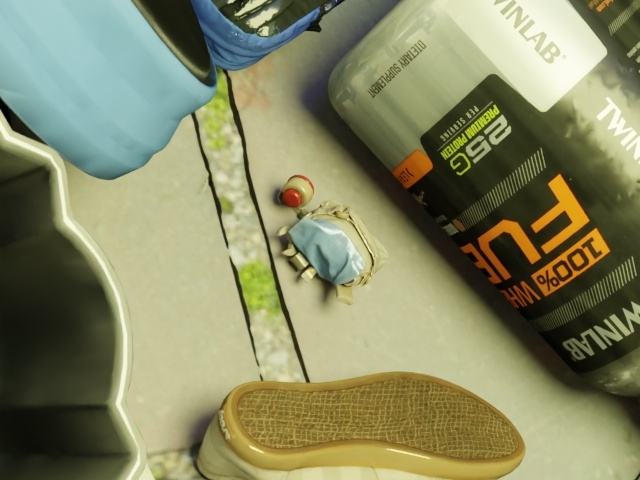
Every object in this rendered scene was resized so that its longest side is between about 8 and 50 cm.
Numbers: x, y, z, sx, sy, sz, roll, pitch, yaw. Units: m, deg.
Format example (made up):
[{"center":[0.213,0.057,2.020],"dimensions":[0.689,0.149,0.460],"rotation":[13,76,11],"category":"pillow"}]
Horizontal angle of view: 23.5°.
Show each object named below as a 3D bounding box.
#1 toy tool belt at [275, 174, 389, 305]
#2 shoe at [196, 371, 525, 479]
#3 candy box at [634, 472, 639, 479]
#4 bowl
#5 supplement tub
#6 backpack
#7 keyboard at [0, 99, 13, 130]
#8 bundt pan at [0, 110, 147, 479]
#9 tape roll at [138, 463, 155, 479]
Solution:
[{"center":[0.000,0.000,0.976],"dimensions":[0.083,0.052,0.051],"rotation":[44,45,-3],"category":"toy tool belt"},{"center":[0.026,0.123,0.933],"dimensions":[0.219,0.058,0.076],"rotation":[8,43,-31],"category":"shoe"},{"center":[0.291,0.135,1.007],"dimensions":[0.071,0.159,0.233],"rotation":[48,54,0],"category":"candy box"},{"center":[-0.174,-0.217,0.804],"dimensions":[0.077,0.391,0.391],"rotation":[-29,81,5],"category":"bowl"},{"center":[0.184,-0.045,1.006],"dimensions":[0.338,0.207,0.207],"rotation":[47,53,0],"category":"supplement tub"},{"center":[-0.041,-0.165,1.003],"dimensions":[0.098,0.101,0.120],"rotation":[47,57,0],"category":"backpack"},{"center":[-0.219,-0.059,0.889],"dimensions":[0.100,0.038,0.192],"rotation":[-6,69,-32],"category":"keyboard"},{"center":[-0.235,0.072,0.565],"dimensions":[0.331,0.124,0.330],"rotation":[7,80,-41],"category":"bundt pan"},{"center":[-0.236,0.198,0.672],"dimensions":[0.392,0.072,0.392],"rotation":[8,76,-34],"category":"tape roll"}]
